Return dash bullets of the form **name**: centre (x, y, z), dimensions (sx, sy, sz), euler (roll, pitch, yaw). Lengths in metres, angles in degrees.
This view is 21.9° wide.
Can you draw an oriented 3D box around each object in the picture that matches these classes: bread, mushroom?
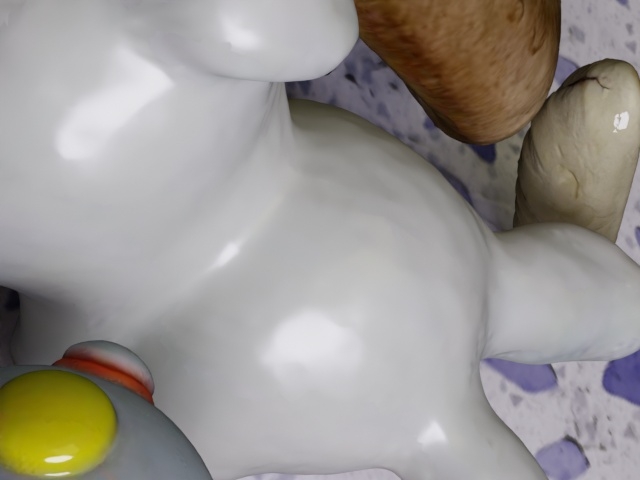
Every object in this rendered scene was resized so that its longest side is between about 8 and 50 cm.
- **bread**: centre (0.128, -0.022, 0.876), dimensions (0.053, 0.214, 0.073), euler (-1, 57, -2)
- **mushroom**: centre (0.025, -0.173, 0.809), dimensions (0.278, 0.146, 0.278), euler (53, 12, -17)

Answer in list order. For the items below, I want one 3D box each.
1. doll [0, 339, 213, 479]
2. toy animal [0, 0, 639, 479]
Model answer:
- **doll**: centre (-0.159, 0.091, 0.562), dimensions (0.336, 0.105, 0.200), euler (17, 51, 2)
- **toy animal**: centre (-0.009, 0.001, 0.705), dimensions (0.367, 0.241, 0.196), euler (40, 53, -25)
